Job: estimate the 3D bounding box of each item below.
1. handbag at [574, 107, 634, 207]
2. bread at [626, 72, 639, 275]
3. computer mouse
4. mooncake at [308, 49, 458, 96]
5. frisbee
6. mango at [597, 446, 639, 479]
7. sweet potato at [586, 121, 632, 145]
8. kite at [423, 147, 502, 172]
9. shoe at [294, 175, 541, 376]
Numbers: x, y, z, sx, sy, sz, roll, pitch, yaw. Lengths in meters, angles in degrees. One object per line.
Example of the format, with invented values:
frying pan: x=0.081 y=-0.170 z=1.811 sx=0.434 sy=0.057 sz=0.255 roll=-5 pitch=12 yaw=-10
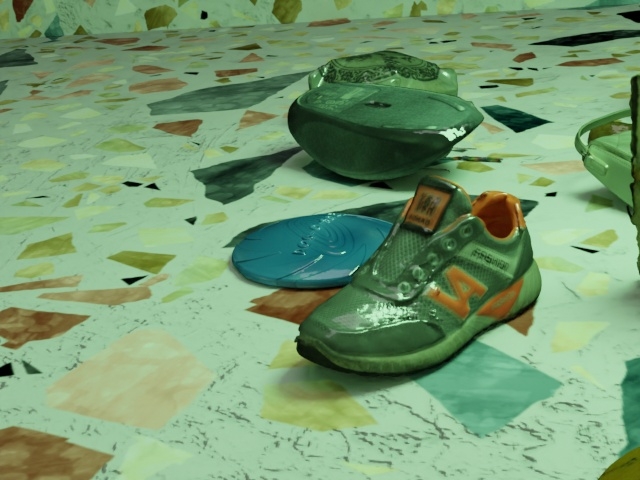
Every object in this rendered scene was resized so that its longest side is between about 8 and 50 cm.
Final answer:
handbag: x=0.500 y=-0.139 z=1.456 sx=0.256 sy=0.079 sz=0.219 roll=-15 pitch=40 yaw=-25
bread: x=0.432 y=-0.066 z=1.087 sx=0.178 sy=0.266 sz=0.142 roll=7 pitch=28 yaw=30
computer mouse: x=0.106 y=-0.179 z=1.655 sx=0.374 sy=0.114 sz=0.203 roll=18 pitch=40 yaw=42
mooncake: x=0.117 y=-0.299 z=1.954 sx=0.254 sy=0.136 sz=0.250 roll=11 pitch=22 yaw=35
frisbee: x=0.000 y=0.000 z=1.318 sx=0.242 sy=0.045 sz=0.242 roll=-5 pitch=22 yaw=2
mango: x=0.286 y=0.188 z=0.660 sx=0.227 sy=0.109 sz=0.147 roll=-6 pitch=19 yaw=-6
sweet potato: x=0.541 y=-0.154 z=1.586 sx=0.233 sy=0.062 sz=0.081 roll=10 pitch=24 yaw=27
kite: x=0.192 y=-0.144 z=1.705 sx=0.244 sy=0.006 sz=0.198 roll=6 pitch=23 yaw=26
shoe: x=0.114 y=0.021 z=1.051 sx=0.336 sy=0.171 sz=0.132 roll=-20 pitch=26 yaw=-37
